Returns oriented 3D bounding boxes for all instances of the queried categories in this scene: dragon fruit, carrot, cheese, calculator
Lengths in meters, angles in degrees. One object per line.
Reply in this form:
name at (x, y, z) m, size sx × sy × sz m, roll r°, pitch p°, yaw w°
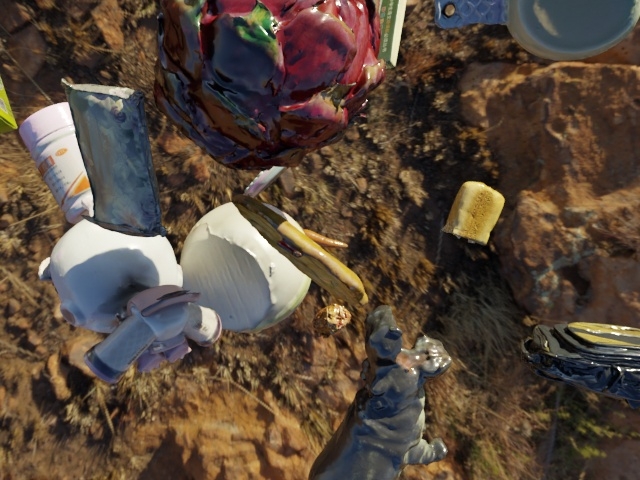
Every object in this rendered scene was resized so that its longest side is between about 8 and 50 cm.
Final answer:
dragon fruit at (-0.074, -0.248, 0.794) m, size 0.328 × 0.329 × 0.330 m, roll -2°, pitch 99°, yaw -10°
carrot at (0.000, 0.000, 1.496) m, size 0.142 × 0.035 × 0.035 m, roll 16°, pitch 96°, yaw 5°
cheese at (0.190, -0.213, 0.511) m, size 0.171 × 0.047 × 0.092 m, roll 16°, pitch 111°, yaw 1°
calculator at (-0.097, -0.205, 1.521) m, size 0.041 × 0.185 × 0.299 m, roll 45°, pitch 54°, yaw -6°

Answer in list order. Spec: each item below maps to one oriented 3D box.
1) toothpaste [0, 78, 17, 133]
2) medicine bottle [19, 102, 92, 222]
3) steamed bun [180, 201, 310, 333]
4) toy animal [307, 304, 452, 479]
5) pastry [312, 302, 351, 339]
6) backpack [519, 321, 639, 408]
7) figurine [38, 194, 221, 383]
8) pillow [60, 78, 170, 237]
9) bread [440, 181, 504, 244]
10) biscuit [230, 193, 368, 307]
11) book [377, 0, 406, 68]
toothpaste at (-0.562, -0.299, 0.861) m, size 0.110 × 0.077 × 0.328 m, roll -20°, pitch 84°, yaw -6°
medicine bottle at (-0.747, -0.232, 1.775) m, size 0.202 × 0.202 × 0.316 m, roll -30°, pitch 89°, yaw -5°
steamed bun at (-0.150, 0.044, 1.333) m, size 0.309 × 0.309 × 0.310 m, roll -2°, pitch 99°, yaw -10°
toy animal at (0.089, 0.246, 0.792) m, size 0.168 × 0.106 × 0.343 m, roll 8°, pitch 110°, yaw -23°
pastry at (0.020, 0.190, 1.415) m, size 0.087 × 0.169 × 0.063 m, roll -41°, pitch 93°, yaw -22°
backpack at (0.498, 0.220, 1.068) m, size 0.258 × 0.206 × 0.133 m, roll 12°, pitch 96°, yaw 4°
figurine at (-0.359, 0.081, 1.122) m, size 0.253 × 0.361 × 0.211 m, roll -3°, pitch 121°, yaw -46°
pillow at (-0.315, -0.125, 0.923) m, size 0.169 × 0.059 × 0.255 m, roll 10°, pitch 119°, yaw 22°
bread at (0.431, -0.077, 1.647) m, size 0.134 × 0.085 × 0.173 m, roll 21°, pitch 101°, yaw -7°
biscuit at (-0.031, 0.015, 0.886) m, size 0.260 × 0.203 × 0.041 m, roll 40°, pitch 84°, yaw 3°
book at (0.048, -0.429, 1.207) m, size 0.027 × 0.264 × 0.202 m, roll 30°, pitch 66°, yaw -51°
